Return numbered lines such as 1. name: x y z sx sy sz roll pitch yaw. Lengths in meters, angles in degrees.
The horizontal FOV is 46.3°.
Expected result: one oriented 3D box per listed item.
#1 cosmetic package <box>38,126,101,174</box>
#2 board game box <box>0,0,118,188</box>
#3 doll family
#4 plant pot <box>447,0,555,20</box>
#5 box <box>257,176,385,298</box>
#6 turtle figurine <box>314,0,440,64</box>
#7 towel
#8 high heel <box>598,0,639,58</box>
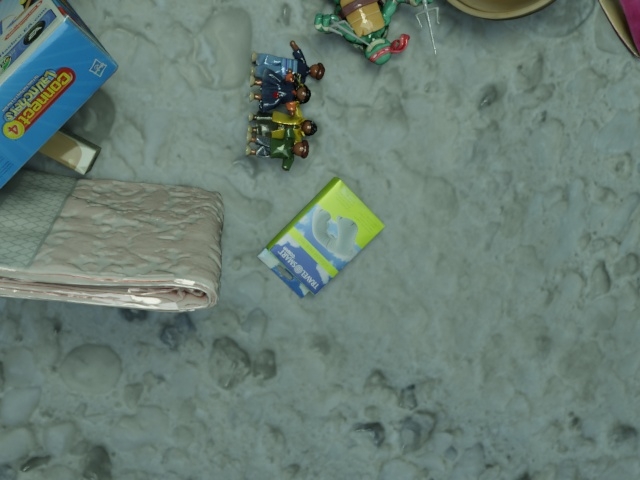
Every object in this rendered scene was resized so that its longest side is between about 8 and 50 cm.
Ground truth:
1. cosmetic package: -0.381 -0.142 1.080 0.115 0.060 0.041 28 96 -11
2. board game box: -0.427 -0.191 0.939 0.308 0.302 0.086 -44 134 3
3. doll family: -0.050 -0.201 1.110 0.111 0.076 0.193 3 98 -4
4. plant pot: 0.273 -0.432 1.068 0.237 0.109 0.238 4 100 24
5. box: 0.000 0.000 1.174 0.178 0.042 0.109 -45 104 2
6. turtle figurine: 0.057 -0.338 1.075 0.175 0.118 0.234 -28 89 -17
7. towel: -0.286 -0.013 0.983 0.316 0.332 0.054 6 114 -9
8. high heel: 0.425 -0.373 1.149 0.243 0.082 0.117 16 108 -15
